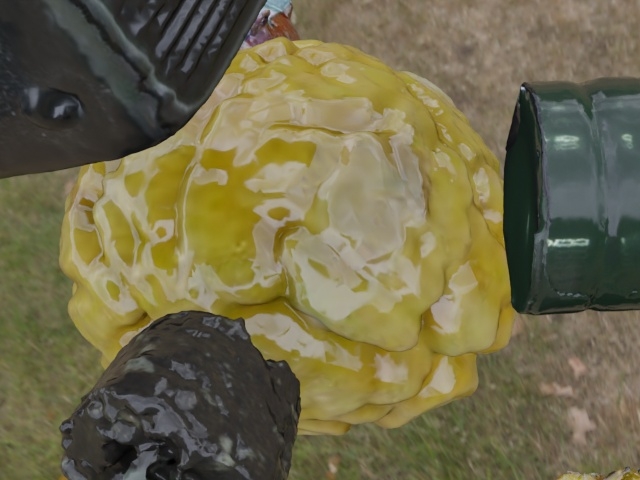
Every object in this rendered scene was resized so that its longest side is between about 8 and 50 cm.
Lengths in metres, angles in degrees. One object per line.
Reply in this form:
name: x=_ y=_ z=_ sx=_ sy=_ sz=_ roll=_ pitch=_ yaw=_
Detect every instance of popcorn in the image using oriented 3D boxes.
popcorn: x=-0.018 y=-0.008 z=1.136 sx=0.390 sy=0.354 sz=0.344 roll=13 pitch=77 yaw=-21

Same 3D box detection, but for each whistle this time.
whistle: x=-0.108 y=-0.185 z=1.577 sx=0.133 sy=0.346 sz=0.142 roll=20 pitch=66 yaw=-8

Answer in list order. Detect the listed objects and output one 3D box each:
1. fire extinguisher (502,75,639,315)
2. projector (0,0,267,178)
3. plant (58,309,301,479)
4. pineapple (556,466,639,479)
fire extinguisher: x=0.233 y=-0.029 z=0.539 sx=0.311 sy=0.114 sz=0.095 roll=-1 pitch=26 yaw=-3
projector: x=-0.278 y=-0.229 z=0.769 sx=0.405 sy=0.395 sz=0.242 roll=-4 pitch=46 yaw=34
plant: x=-0.103 y=0.171 z=0.800 sx=0.149 sy=0.146 sz=0.274 roll=31 pitch=34 yaw=-8
pineapple: x=0.272 y=0.402 z=1.550 sx=0.286 sy=0.209 sz=0.344 roll=22 pitch=79 yaw=16
